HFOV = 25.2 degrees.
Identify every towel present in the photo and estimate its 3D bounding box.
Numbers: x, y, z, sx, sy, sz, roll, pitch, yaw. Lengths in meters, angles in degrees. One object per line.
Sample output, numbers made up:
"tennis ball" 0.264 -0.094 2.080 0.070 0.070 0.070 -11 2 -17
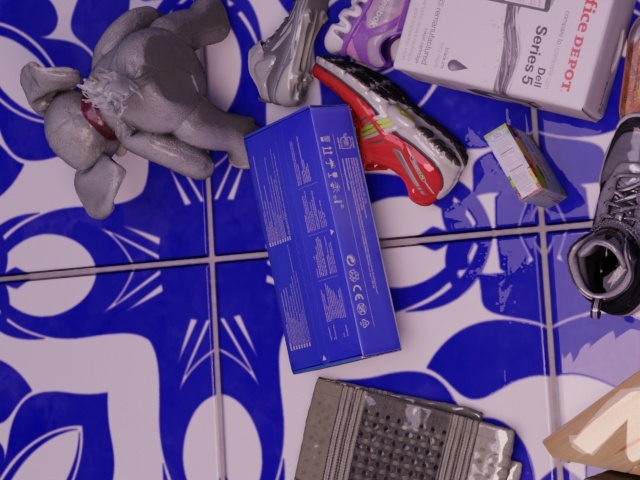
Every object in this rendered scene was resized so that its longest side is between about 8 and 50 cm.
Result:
"towel" 0.106 0.370 1.972 0.312 0.056 0.324 13 93 26

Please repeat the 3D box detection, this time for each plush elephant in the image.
"plush elephant" -0.282 -0.184 2.064 0.255 0.330 0.271 -24 84 38

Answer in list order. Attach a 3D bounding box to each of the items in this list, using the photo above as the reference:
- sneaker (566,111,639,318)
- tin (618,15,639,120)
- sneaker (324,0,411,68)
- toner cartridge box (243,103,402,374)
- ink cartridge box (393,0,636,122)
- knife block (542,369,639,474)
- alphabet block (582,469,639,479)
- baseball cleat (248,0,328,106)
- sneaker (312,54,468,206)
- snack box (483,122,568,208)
"sneaker" 0.382 -0.028 1.808 0.101 0.153 0.268 10 99 24
"tin" 0.452 -0.214 1.871 0.106 0.040 0.189 8 90 27
"sneaker" 0.110 -0.337 1.997 0.104 0.095 0.236 38 106 15
"toner cartridge box" 0.000 0.000 1.977 0.165 0.075 0.347 -19 81 52
"ink cartridge box" 0.261 -0.288 1.912 0.273 0.115 0.198 16 92 23
"knife block" 0.440 0.182 1.819 0.276 0.088 0.242 8 88 23
"alphabet block" 0.419 0.395 1.755 0.197 0.193 0.192 10 91 23
"baseball cleat" -0.050 -0.298 2.067 0.109 0.072 0.205 13 87 29
"sneaker" 0.074 -0.154 1.991 0.279 0.107 0.118 45 114 22
"snack box" 0.271 -0.096 1.880 0.037 0.141 0.100 -31 75 18
